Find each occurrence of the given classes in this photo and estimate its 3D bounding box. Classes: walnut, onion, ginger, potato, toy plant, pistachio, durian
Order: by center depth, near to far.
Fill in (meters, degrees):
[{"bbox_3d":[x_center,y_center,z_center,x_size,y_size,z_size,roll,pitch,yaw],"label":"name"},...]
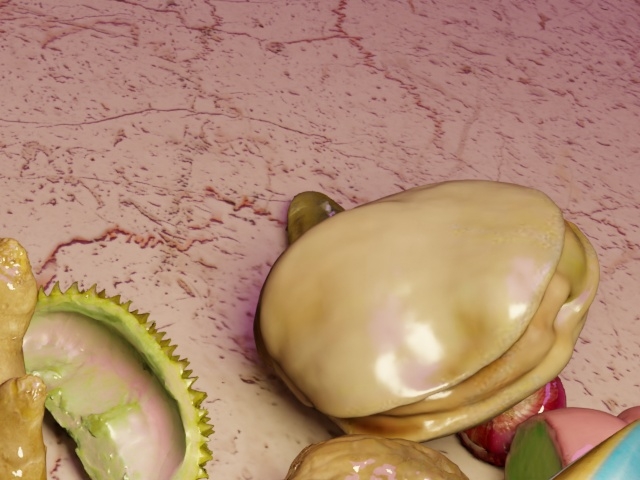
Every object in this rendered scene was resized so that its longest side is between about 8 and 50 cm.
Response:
[{"bbox_3d":[0.061,0.308,1.350,0.245,0.198,0.198,18,37,-14],"label":"walnut"},{"bbox_3d":[-0.363,0.130,1.392,0.375,0.236,0.166,43,2,22],"label":"ginger"},{"bbox_3d":[-0.240,0.178,1.431,0.169,0.158,0.352,-33,62,-30],"label":"durian"},{"bbox_3d":[0.405,0.276,1.471,0.356,0.210,0.317,4,73,-9],"label":"toy plant"},{"bbox_3d":[0.113,0.081,1.500,0.445,0.281,0.365,-14,40,31],"label":"pistachio"},{"bbox_3d":[0.252,0.220,1.602,0.150,0.150,0.140,46,8,33],"label":"onion"},{"bbox_3d":[0.000,0.000,1.794,0.105,0.085,0.188,10,43,-5],"label":"potato"}]

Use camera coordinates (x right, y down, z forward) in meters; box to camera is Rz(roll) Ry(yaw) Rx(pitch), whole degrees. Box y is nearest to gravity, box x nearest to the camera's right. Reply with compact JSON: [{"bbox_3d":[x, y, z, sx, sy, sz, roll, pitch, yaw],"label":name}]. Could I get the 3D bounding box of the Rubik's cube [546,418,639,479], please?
[{"bbox_3d":[0.239,0.396,1.062,0.351,0.347,0.352,50,21,11],"label":"Rubik's cube"}]
